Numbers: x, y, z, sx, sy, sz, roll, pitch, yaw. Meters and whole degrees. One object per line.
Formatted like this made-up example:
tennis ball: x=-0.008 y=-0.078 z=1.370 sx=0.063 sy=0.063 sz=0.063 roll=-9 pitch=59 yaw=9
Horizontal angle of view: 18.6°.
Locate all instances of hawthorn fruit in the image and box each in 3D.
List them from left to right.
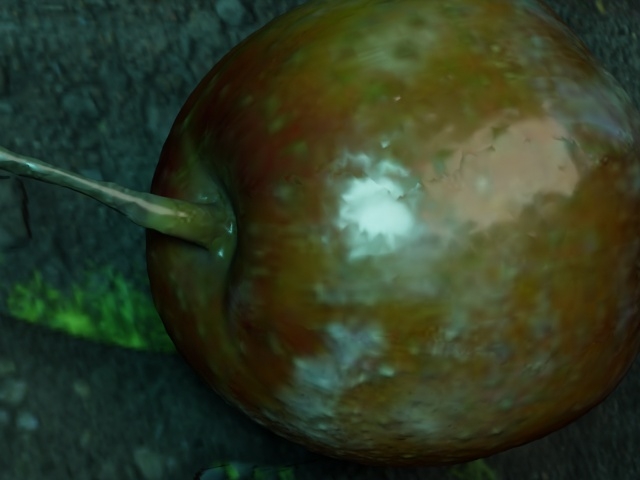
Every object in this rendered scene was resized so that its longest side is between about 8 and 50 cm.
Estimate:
hawthorn fruit: x=0.032 y=0.004 z=0.903 sx=0.263 sy=0.231 sz=0.235 roll=-39 pitch=70 yaw=-14
